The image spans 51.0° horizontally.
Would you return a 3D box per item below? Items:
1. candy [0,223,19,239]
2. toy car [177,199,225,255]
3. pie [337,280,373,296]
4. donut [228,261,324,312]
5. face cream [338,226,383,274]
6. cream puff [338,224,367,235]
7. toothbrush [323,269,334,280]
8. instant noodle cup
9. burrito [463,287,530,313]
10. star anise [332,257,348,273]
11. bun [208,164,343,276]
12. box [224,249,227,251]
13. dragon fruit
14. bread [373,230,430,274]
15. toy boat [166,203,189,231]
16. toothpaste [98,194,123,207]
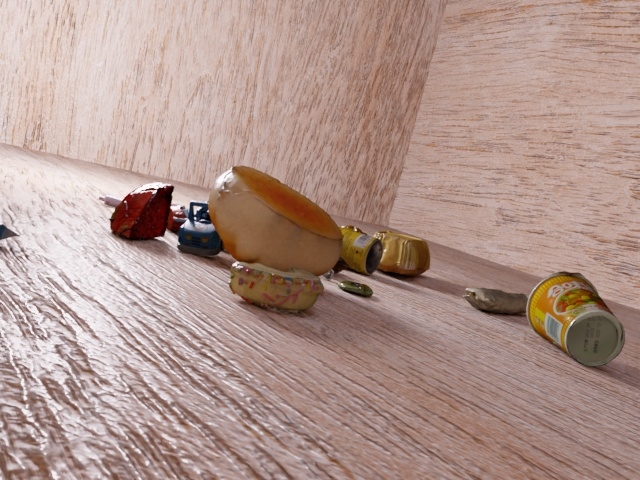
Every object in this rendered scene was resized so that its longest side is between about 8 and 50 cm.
[{"bbox_3d":[-0.520,-0.010,1.011,0.088,0.038,0.136,1,-1,-1],"label":"candy"},{"bbox_3d":[-0.241,-0.043,1.481,0.097,0.100,0.191,8,26,10],"label":"toy car"},{"bbox_3d":[0.078,0.103,1.470,0.084,0.021,0.084,14,5,-1],"label":"pie"},{"bbox_3d":[-0.062,0.081,1.114,0.166,0.065,0.108,11,7,-39],"label":"donut"},{"bbox_3d":[0.000,0.000,1.876,0.348,0.105,0.105,17,6,30],"label":"face cream"},{"bbox_3d":[0.086,0.007,2.029,0.143,0.103,0.126,7,8,-13],"label":"cream puff"},{"bbox_3d":[-0.066,0.001,1.609,0.288,0.024,0.021,41,17,30],"label":"toothbrush"},{"bbox_3d":[0.529,0.167,1.375,0.168,0.169,0.185,14,13,-3],"label":"instant noodle cup"},{"bbox_3d":[0.473,0.159,1.750,0.275,0.059,0.082,9,15,-46],"label":"burrito"},{"bbox_3d":[-0.007,0.046,1.662,0.167,0.057,0.168,11,15,-3],"label":"star anise"},{"bbox_3d":[-0.108,-0.017,1.377,0.298,0.165,0.299,31,13,-8],"label":"bun"},{"bbox_3d":[-0.180,-0.010,1.693,0.164,0.069,0.256,17,6,24],"label":"box"},{"bbox_3d":[-0.404,-0.068,1.457,0.127,0.121,0.161,10,9,15],"label":"dragon fruit"},{"bbox_3d":[0.239,0.040,2.014,0.152,0.119,0.288,13,4,19],"label":"bread"},{"bbox_3d":[-0.360,-0.058,1.703,0.058,0.069,0.173,2,6,-27],"label":"toy boat"},{"bbox_3d":[-0.529,-0.096,1.862,0.169,0.028,0.045,15,-2,-9],"label":"toothpaste"}]
